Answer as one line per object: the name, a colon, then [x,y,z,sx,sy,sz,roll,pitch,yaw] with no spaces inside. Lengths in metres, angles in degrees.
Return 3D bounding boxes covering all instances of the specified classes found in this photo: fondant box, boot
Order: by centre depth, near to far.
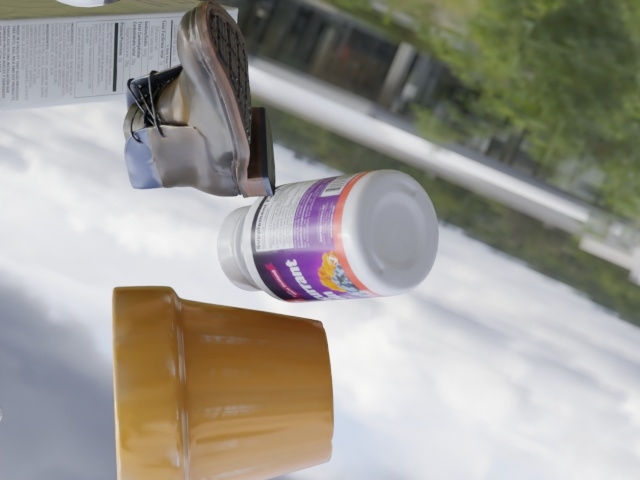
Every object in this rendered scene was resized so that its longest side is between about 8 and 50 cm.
boot: [-0.096,-0.085,1.138,0.106,0.082,0.219,-5,153,6]
fondant box: [-0.287,-0.207,1.744,0.330,0.096,0.238,-9,-161,-42]

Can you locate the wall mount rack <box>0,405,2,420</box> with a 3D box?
wall mount rack: [-0.317,0.030,0.739,0.304,0.350,0.130,-22,170,-23]

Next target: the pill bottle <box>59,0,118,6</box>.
pill bottle: [-0.066,-0.194,0.733,0.278,0.162,0.162,-17,-168,-9]

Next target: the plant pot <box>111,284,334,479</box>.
plant pot: [-0.088,0.140,1.485,0.188,0.205,0.205,-2,-173,-6]

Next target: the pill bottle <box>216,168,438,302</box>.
pill bottle: [0.000,0.000,1.465,0.108,0.108,0.193,20,162,-40]
